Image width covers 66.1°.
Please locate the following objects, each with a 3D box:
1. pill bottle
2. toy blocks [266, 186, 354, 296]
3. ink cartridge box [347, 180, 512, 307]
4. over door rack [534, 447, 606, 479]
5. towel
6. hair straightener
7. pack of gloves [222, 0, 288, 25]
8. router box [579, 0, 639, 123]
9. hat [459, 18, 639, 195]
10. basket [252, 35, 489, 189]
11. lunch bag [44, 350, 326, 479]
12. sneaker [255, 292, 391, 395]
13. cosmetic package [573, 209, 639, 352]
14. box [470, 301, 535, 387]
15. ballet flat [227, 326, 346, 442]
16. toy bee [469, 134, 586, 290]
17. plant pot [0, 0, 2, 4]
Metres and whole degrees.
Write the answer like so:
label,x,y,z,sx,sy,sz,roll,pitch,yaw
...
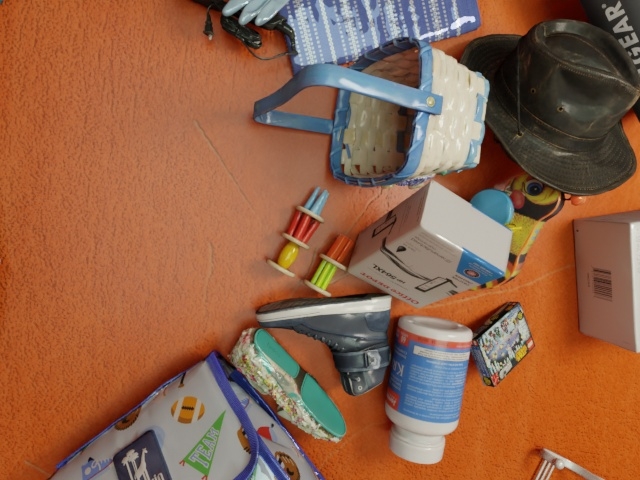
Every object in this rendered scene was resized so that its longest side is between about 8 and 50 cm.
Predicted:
label,x,y,z,sx,sy,sz,roll,pitch,yaw
pill bottle,0.174,0.245,0.820,0.125,0.124,0.221,8,93,-13
toy blocks,0.000,0.000,0.796,0.123,0.054,0.148,29,88,-12
ink cartridge box,0.157,0.017,0.746,0.148,0.203,0.085,28,59,-13
over door rack,0.512,0.564,0.930,0.325,0.108,0.239,27,90,-13
towel,0.085,-0.423,0.790,0.336,0.040,0.243,-17,100,-8
hair straightener,-0.139,-0.332,0.736,0.231,0.047,0.089,29,89,-11
pack of gloves,-0.102,-0.416,0.709,0.195,0.046,0.232,40,72,-1
router box,0.557,-0.358,0.820,0.243,0.081,0.308,-41,103,-32
hat,0.381,-0.239,0.745,0.332,0.134,0.331,8,60,-15
basket,0.072,-0.176,0.694,0.289,0.255,0.200,9,91,-23
lunch bag,-0.170,0.405,0.715,0.328,0.239,0.385,-37,85,-6
sneaker,0.010,0.173,0.798,0.227,0.086,0.163,-1,93,-13
cosmetic package,0.606,0.059,0.888,0.225,0.138,0.223,-9,97,-12
box,0.320,0.180,0.868,0.137,0.027,0.093,-29,102,-32
ballet flat,-0.057,0.241,0.804,0.077,0.091,0.241,-36,98,24
toy bee,0.324,-0.046,0.789,0.195,0.162,0.298,-31,129,-44
plant pot,-0.534,-0.396,0.544,0.272,0.255,0.271,-1,96,-12
